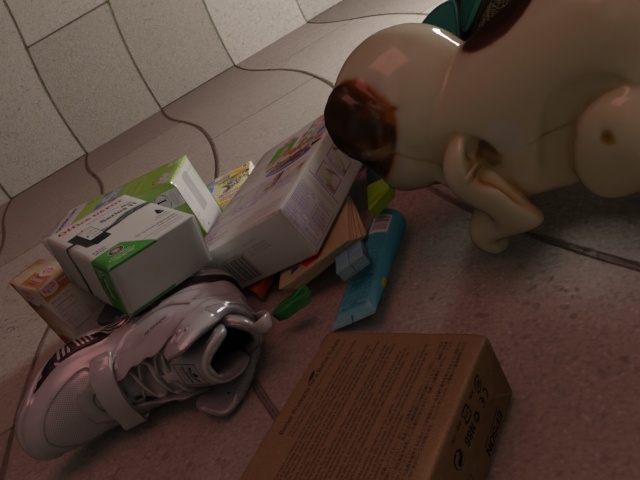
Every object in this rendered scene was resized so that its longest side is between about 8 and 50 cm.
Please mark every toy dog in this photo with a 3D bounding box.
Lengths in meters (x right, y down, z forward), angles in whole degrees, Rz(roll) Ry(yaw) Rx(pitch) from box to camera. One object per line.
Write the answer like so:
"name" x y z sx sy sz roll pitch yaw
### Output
"toy dog" 0.205 -0.160 0.701 0.408 0.395 0.284 -1 50 33

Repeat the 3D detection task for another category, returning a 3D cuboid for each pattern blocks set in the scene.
"pattern blocks set" 0.000 0.000 0.950 0.285 0.026 0.325 -33 22 26

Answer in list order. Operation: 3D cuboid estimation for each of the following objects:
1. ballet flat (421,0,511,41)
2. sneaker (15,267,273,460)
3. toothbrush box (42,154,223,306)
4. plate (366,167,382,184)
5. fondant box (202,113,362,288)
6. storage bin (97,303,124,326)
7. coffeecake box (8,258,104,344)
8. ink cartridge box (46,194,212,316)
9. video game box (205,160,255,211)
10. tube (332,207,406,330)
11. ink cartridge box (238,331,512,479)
"ballet flat" 0.298 -0.386 1.064 0.182 0.164 0.483 1 -5 -6
"sneaker" -0.230 0.178 0.805 0.366 0.137 0.210 -37 25 -20
"toothbrush box" -0.324 0.001 1.127 0.283 0.206 0.122 -23 28 15
"plate" 0.135 -0.185 1.096 0.188 0.024 0.188 -49 23 29
"fondant box" -0.057 -0.078 1.037 0.238 0.096 0.330 -25 28 40
"storage bin" -0.283 0.124 0.973 0.098 0.135 0.091 -7 46 36
"coffeecake box" -0.429 0.125 1.042 0.142 0.185 0.068 3 42 48
"ink cartridge box" -0.292 0.014 0.913 0.208 0.087 0.153 15 42 42
"video game box" -0.238 -0.087 1.370 0.205 0.048 0.187 -26 30 8
"tube" 0.073 0.037 0.847 0.080 0.052 0.207 -37 19 43
"ink cartridge box" 0.046 0.197 0.555 0.193 0.088 0.235 -7 36 41
